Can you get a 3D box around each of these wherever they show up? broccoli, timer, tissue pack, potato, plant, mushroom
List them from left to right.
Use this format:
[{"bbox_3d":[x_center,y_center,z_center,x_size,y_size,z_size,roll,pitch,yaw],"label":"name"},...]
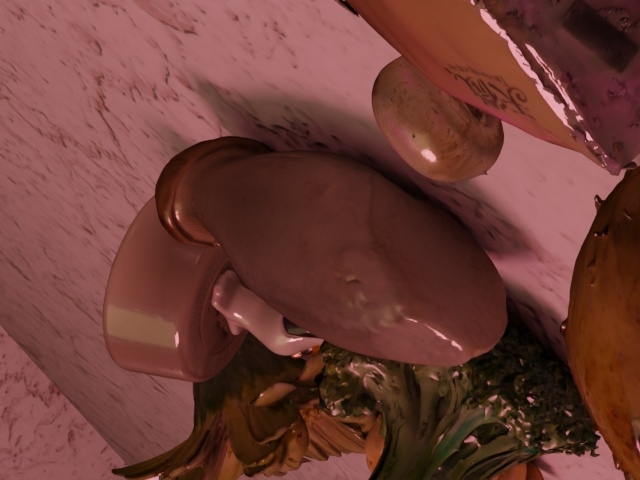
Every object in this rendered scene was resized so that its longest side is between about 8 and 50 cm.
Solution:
[{"bbox_3d":[-0.054,0.153,1.734,0.261,0.297,0.306,25,131,-34],"label":"plant"},{"bbox_3d":[-0.031,0.068,1.481,0.266,0.175,0.175,18,156,20],"label":"timer"},{"bbox_3d":[0.000,0.000,1.222,0.350,0.128,0.128,26,158,53],"label":"mushroom"},{"bbox_3d":[0.034,-0.159,0.653,0.215,0.123,0.257,47,179,-28],"label":"tissue pack"},{"bbox_3d":[0.084,0.138,1.253,0.220,0.194,0.194,31,162,17],"label":"broccoli"},{"bbox_3d":[0.068,-0.072,0.959,0.083,0.067,0.083,38,-148,-29],"label":"mushroom"},{"bbox_3d":[0.189,0.045,0.820,0.300,0.140,0.173,97,166,-78],"label":"potato"}]

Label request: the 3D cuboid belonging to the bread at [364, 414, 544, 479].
[{"bbox_3d":[0.116,0.195,1.483,0.119,0.084,0.177,-8,141,39],"label":"bread"}]
